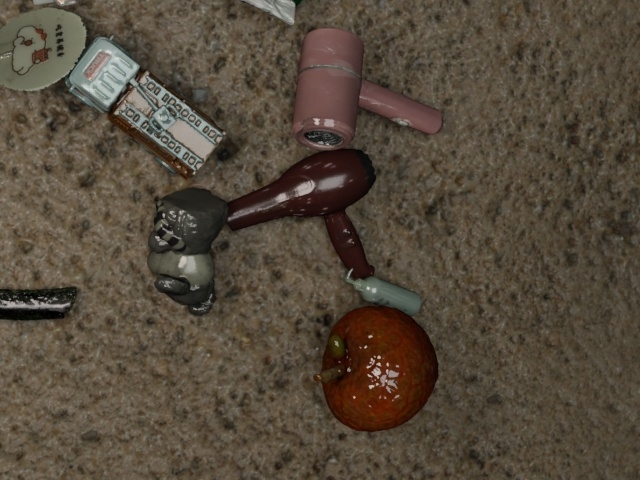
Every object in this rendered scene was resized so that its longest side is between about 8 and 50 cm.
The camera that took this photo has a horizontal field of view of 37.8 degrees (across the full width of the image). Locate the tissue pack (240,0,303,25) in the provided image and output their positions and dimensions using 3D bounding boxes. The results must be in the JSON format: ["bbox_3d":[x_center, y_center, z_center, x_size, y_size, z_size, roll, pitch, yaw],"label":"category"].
[{"bbox_3d":[-0.118,-0.516,1.778,0.209,0.148,0.156,24,88,-16],"label":"tissue pack"}]

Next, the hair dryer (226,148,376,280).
[{"bbox_3d":[0.000,0.000,1.905,0.312,0.123,0.340,-24,112,0],"label":"hair dryer"}]

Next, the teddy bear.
[{"bbox_3d":[-0.273,0.025,1.792,0.144,0.171,0.251,14,97,17],"label":"teddy bear"}]

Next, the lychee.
[{"bbox_3d":[0.105,0.258,1.875,0.300,0.255,0.255,10,93,-26],"label":"lychee"}]

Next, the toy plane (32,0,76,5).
[{"bbox_3d":[-0.488,-0.547,1.695,0.244,0.117,0.245,-2,98,-16],"label":"toy plane"}]

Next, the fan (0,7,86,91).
[{"bbox_3d":[-0.583,-0.334,1.702,0.329,0.009,0.191,-14,62,3],"label":"fan"}]

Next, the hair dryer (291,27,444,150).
[{"bbox_3d":[0.111,-0.263,1.868,0.352,0.125,0.210,16,69,-28],"label":"hair dryer"}]

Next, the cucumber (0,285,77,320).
[{"bbox_3d":[-0.587,0.119,1.768,0.245,0.067,0.067,0,96,-13],"label":"cucumber"}]

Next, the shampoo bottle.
[{"bbox_3d":[0.122,0.107,1.923,0.195,0.056,0.056,21,90,-35],"label":"shampoo bottle"}]

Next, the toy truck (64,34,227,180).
[{"bbox_3d":[-0.324,-0.247,1.744,0.305,0.162,0.136,38,86,-15],"label":"toy truck"}]
